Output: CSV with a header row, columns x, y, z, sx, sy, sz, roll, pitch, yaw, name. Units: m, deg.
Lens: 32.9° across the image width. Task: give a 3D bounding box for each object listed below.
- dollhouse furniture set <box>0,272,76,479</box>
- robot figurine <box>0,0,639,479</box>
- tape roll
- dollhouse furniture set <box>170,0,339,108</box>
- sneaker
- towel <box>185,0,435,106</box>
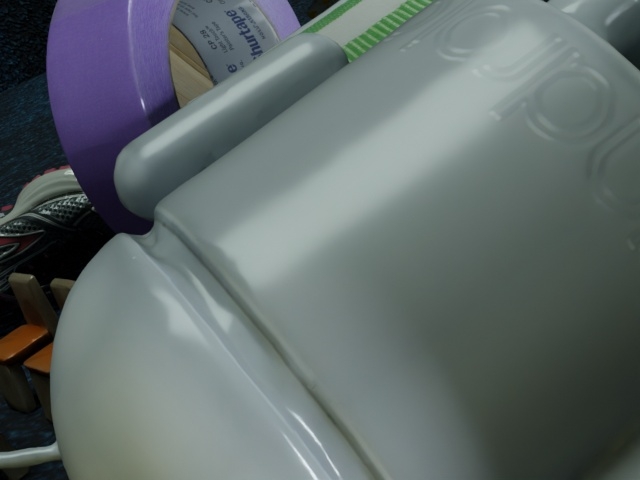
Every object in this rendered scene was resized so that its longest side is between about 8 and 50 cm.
x,y,z,sx,sy,sz,roll,pitch,yaw,name
-0.315,0.110,0.792,0.262,0.135,0.259,-37,24,-31,dollhouse furniture set
0.034,0.031,0.468,0.353,0.200,0.300,-38,61,-10,robot figurine
-0.102,-0.120,0.920,0.090,0.275,0.275,-12,23,31,tape roll
-0.085,-0.350,1.392,0.394,0.362,0.256,-49,14,14,dollhouse furniture set
-0.274,0.021,1.035,0.299,0.121,0.112,-18,50,16,sneaker
0.097,-0.065,0.696,0.325,0.038,0.248,28,49,27,towel
